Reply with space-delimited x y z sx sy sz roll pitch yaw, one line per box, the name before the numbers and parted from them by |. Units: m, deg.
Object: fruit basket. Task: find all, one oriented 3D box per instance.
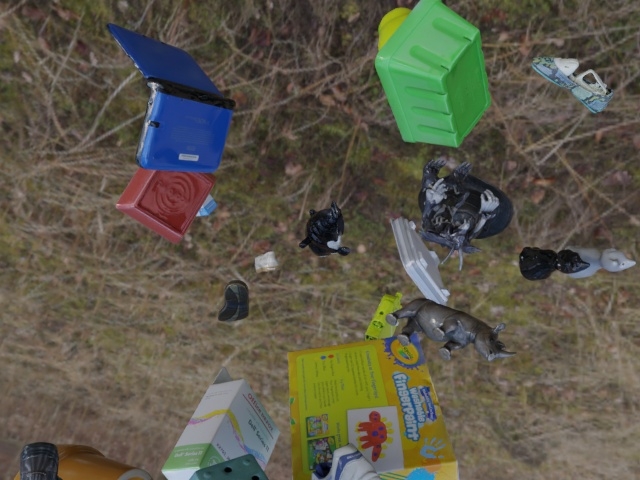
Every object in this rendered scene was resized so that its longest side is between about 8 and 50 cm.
fruit basket | 0.252 -0.466 1.691 0.392 0.283 0.392 37 170 8

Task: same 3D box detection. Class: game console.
game console | -0.327 -0.289 1.354 0.173 0.250 0.293 20 -169 20

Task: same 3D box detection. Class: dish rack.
dish rack | 0.370 0.077 2.309 0.072 0.286 0.333 -26 132 18

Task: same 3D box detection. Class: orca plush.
orca plush | 0.000 0.000 1.616 0.151 0.102 0.287 54 165 -5

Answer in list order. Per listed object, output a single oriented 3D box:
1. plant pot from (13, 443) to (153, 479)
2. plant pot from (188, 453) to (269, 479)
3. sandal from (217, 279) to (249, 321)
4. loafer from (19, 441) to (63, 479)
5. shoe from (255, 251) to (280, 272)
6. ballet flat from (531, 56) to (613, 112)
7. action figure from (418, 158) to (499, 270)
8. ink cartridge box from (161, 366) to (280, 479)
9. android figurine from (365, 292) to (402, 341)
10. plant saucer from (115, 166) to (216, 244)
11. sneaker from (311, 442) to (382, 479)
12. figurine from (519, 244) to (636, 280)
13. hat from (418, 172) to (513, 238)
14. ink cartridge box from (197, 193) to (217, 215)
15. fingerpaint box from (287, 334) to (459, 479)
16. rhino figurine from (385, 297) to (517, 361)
plant pot | -0.390 0.456 1.090 0.188 0.205 0.205 -9 147 25
plant pot | -0.147 0.482 1.044 0.165 0.234 0.165 -6 -150 -33
sandal | -0.248 0.168 1.830 0.090 0.060 0.219 1 142 -9
loafer | -0.388 0.354 0.884 0.062 0.061 0.170 -3 129 -12
shoe | -0.163 0.066 1.990 0.076 0.058 0.219 -12 180 -13
ballet flat | 0.537 -0.346 1.347 0.188 0.070 0.070 31 151 -9
action figure | 0.299 -0.075 1.436 0.164 0.276 0.141 12 137 -14
ink cartridge box | -0.224 0.497 1.604 0.119 0.353 0.207 -16 116 27
android figurine | 0.196 0.283 2.002 0.056 0.273 0.248 17 139 21
plant saucer | -0.459 -0.147 1.974 0.047 0.259 0.258 21 168 45
sneaker | 0.029 0.507 1.260 0.112 0.131 0.296 -6 140 -40
figurine | 0.656 0.056 1.630 0.214 0.092 0.209 -2 178 -13
hat | 0.463 -0.071 2.124 0.331 0.134 0.331 19 146 13
ink cartridge box | -0.478 -0.181 2.386 0.104 0.061 0.181 -2 128 45
fingerpaint box | 0.114 0.458 1.605 0.371 0.445 0.163 -9 121 0
rhino figurine | 0.248 0.167 1.179 0.243 0.106 0.073 15 121 38
